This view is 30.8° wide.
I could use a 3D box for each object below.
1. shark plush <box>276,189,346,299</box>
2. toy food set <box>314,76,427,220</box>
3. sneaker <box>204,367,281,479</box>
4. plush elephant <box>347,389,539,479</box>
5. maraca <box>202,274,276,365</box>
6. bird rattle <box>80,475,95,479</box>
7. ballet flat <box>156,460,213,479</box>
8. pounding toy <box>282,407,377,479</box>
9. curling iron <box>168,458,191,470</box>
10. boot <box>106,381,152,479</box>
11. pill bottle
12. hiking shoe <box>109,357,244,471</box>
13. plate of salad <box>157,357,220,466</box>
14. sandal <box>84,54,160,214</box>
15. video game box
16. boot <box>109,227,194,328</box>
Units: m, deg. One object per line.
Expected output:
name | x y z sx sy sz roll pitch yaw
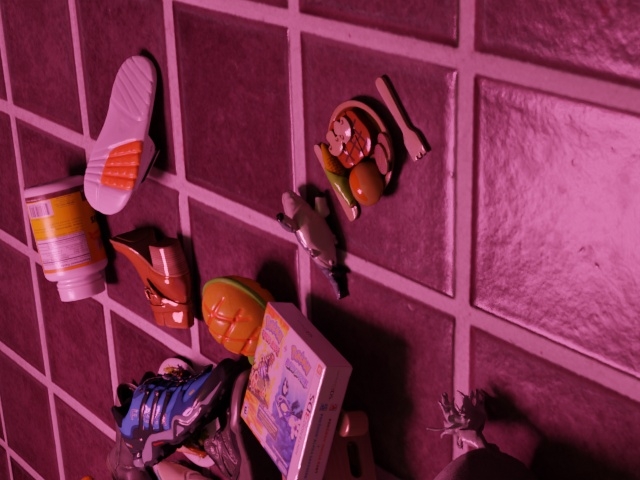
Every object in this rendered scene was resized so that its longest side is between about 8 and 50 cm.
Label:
shark plush | 0.000 0.000 1.579 0.161 0.073 0.067 51 165 -7
toy food set | 0.046 -0.109 1.452 0.132 0.038 0.192 62 144 13
sneaker | -0.131 0.294 1.834 0.130 0.087 0.228 20 127 40
plush elephant | 0.142 0.372 1.364 0.255 0.271 0.330 -57 30 33
maraca | -0.104 0.127 1.717 0.127 0.099 0.186 -12 120 48
bird rattle | -0.402 0.556 2.265 0.253 0.143 0.207 49 -179 -24
ballet flat | -0.190 0.465 2.012 0.248 0.086 0.086 53 141 21
pounding toy | 0.029 0.282 1.609 0.206 0.094 0.181 -42 50 52
curling iron | -0.265 0.527 2.124 0.068 0.035 0.274 10 102 42
boot | -0.340 0.396 2.188 0.189 0.076 0.208 45 131 29
pill bottle | -0.455 -0.003 2.105 0.117 0.117 0.215 0 105 53
hiking shoe | -0.244 0.263 1.896 0.304 0.113 0.132 -42 82 34
plate of salad | -0.236 0.301 2.012 0.200 0.048 0.200 28 127 45
sandal | -0.298 -0.164 1.869 0.102 0.076 0.265 28 107 27
video game box | -0.037 0.209 1.595 0.205 0.048 0.187 41 119 57
boot | -0.282 0.064 1.947 0.197 0.073 0.152 17 123 52
